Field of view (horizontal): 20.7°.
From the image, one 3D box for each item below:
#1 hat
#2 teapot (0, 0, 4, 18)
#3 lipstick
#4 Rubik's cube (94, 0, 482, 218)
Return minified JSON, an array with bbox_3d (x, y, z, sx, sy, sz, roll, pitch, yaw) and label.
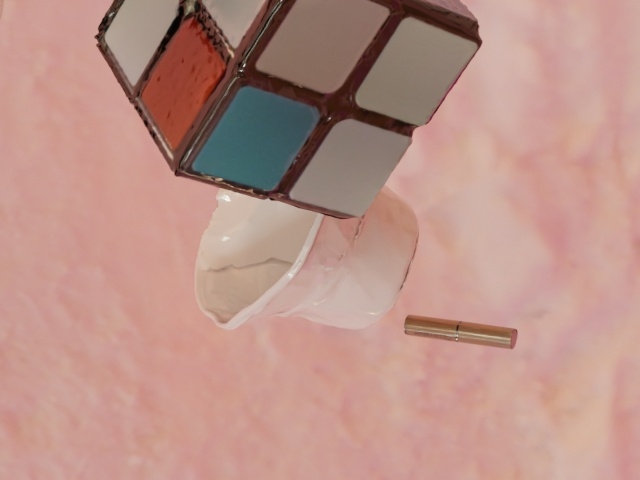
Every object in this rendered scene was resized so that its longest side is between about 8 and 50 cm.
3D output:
[{"bbox_3d":[0.000,0.000,1.413,0.126,0.203,0.203,24,84,-25],"label":"hat"},{"bbox_3d":[-0.336,-0.227,1.454,0.226,0.092,0.145,50,36,5],"label":"teapot"},{"bbox_3d":[0.115,0.075,1.445,0.019,0.094,0.019,7,90,-66],"label":"lipstick"},{"bbox_3d":[-0.025,-0.142,1.223,0.167,0.183,0.180,16,120,-38],"label":"Rubik's cube"}]
